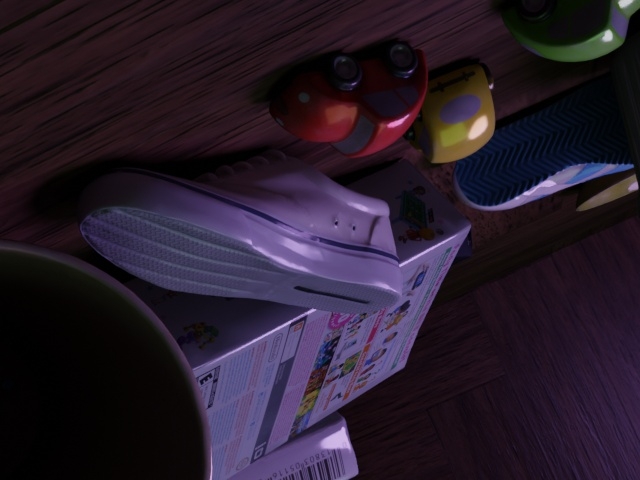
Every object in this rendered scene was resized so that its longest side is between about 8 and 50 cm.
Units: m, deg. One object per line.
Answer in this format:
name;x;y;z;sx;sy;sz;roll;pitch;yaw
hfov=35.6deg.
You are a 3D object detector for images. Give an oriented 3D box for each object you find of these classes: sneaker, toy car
sneaker;0.231;-0.091;0.935;0.228;0.087;0.092;-17;177;1
toy car;0.112;-0.109;0.619;0.225;0.053;0.239;-28;169;27
sneaker;-0.049;-0.014;0.670;0.094;0.091;0.258;-25;150;38

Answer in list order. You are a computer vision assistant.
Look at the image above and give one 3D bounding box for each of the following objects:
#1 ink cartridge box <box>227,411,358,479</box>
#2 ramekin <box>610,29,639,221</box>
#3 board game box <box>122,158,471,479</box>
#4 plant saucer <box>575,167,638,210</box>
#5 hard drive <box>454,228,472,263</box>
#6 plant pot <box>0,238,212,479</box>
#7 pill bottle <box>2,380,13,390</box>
ink cartridge box;-0.173;0.267;1.348;0.308;0.091;0.385;-20;-161;-21
ramekin;0.374;-0.124;0.761;0.303;0.148;0.303;-18;178;-1
board game box;-0.034;0.083;0.859;0.303;0.097;0.224;-25;150;-33
plant saucer;0.502;-0.113;1.547;0.241;0.037;0.241;-23;171;-4
hard drive;0.111;0.028;1.337;0.172;0.054;0.254;-27;170;20
plant pot;-0.230;0.129;0.649;0.256;0.257;0.274;-20;-174;-21
pill bottle;-0.225;0.154;0.951;0.221;0.124;0.124;-12;167;-15
